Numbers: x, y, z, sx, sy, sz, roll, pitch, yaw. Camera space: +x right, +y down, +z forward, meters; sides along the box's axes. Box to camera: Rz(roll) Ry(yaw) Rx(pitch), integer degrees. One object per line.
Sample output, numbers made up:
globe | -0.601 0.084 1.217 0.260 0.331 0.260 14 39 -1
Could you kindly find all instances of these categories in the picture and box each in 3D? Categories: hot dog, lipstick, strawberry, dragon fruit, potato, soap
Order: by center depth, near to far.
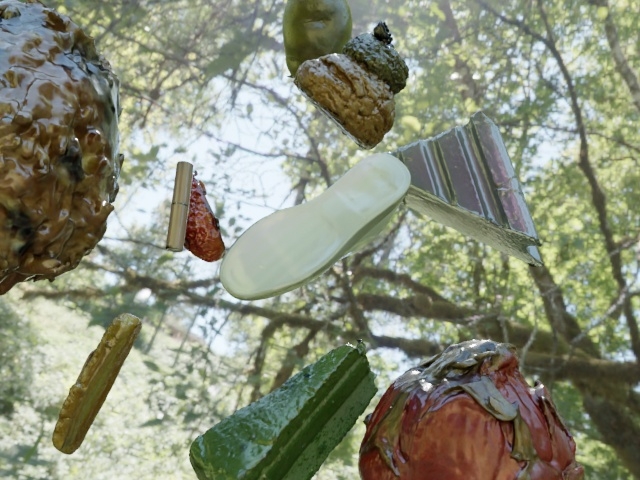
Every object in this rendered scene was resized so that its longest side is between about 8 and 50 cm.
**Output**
dragon fruit | 0.143 0.169 0.624 0.219 0.148 0.223 -5 14 -2
lipstick | -0.144 -0.035 0.638 0.019 0.094 0.019 4 -16 1
hot dog | -0.327 0.201 0.896 0.047 0.215 0.066 26 -2 10
strawberry | -0.234 -0.038 1.172 0.082 0.188 0.121 -22 -27 -10
soap | 0.268 -0.063 1.244 0.258 0.302 0.159 -18 -26 11
potato | -0.007 -0.489 1.468 0.169 0.248 0.143 -4 5 -16

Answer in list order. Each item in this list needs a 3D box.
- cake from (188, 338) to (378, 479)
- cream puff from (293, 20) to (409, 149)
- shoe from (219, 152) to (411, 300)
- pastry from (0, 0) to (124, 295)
cake | -0.018 0.216 0.685 0.099 0.235 0.100 37 -27 54
cream puff | 0.068 -0.261 1.011 0.183 0.169 0.183 42 6 -6
shoe | 0.000 0.000 0.767 0.095 0.265 0.110 51 -15 18
pastry | -0.387 -0.098 0.712 0.338 0.405 0.292 13 -29 21
